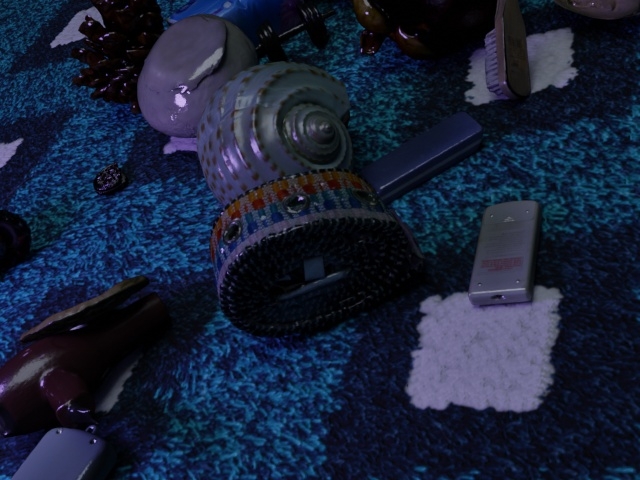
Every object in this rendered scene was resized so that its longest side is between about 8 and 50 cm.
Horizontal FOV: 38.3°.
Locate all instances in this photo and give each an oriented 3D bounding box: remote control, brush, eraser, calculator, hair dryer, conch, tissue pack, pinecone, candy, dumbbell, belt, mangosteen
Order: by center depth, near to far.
[{"bbox_3d":[-0.383,0.356,1.278,0.141,0.045,0.246,4,47,35],"label":"calculator"},{"bbox_3d":[0.263,0.014,1.300,0.088,0.029,0.190,-7,41,25],"label":"remote control"},{"bbox_3d":[-0.322,0.191,1.322,0.313,0.123,0.340,-33,16,-20],"label":"hair dryer"},{"bbox_3d":[-0.017,0.006,1.337,0.295,0.206,0.160,-24,39,2],"label":"belt"},{"bbox_3d":[0.164,-0.135,1.534,0.225,0.036,0.082,-31,36,-4],"label":"eraser"},{"bbox_3d":[-0.100,-0.165,1.546,0.319,0.215,0.302,-13,71,30],"label":"conch"},{"bbox_3d":[0.316,-0.397,1.615,0.065,0.070,0.327,-15,70,49],"label":"brush"},{"bbox_3d":[0.193,-0.498,1.763,0.347,0.307,0.307,-44,31,23],"label":"mangosteen"},{"bbox_3d":[-0.248,-0.326,1.887,0.296,0.185,0.295,-20,50,26],"label":"candy"},{"bbox_3d":[-0.062,-0.453,2.002,0.209,0.099,0.099,-26,37,1],"label":"dumbbell"},{"bbox_3d":[-0.449,-0.443,2.093,0.244,0.244,0.309,-11,82,21],"label":"pinecone"},{"bbox_3d":[-0.191,-0.511,2.112,0.263,0.146,0.198,-38,37,-14],"label":"tissue pack"}]

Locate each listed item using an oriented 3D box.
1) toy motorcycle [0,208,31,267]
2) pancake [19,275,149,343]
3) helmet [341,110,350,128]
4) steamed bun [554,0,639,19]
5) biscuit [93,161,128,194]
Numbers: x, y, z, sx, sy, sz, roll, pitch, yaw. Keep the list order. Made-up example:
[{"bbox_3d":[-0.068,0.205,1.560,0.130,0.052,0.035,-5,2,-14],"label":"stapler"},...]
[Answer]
[{"bbox_3d":[-0.775,0.018,1.771,0.416,0.232,0.172,-24,40,5],"label":"toy motorcycle"},{"bbox_3d":[-0.378,0.115,1.473,0.235,0.029,0.212,-28,-2,31],"label":"pancake"},{"bbox_3d":[0.003,-0.190,1.672,0.123,0.070,0.098,-33,43,-18],"label":"helmet"},{"bbox_3d":[0.528,-0.488,1.632,0.273,0.166,0.232,19,69,51],"label":"steamed bun"},{"bbox_3d":[-0.431,-0.128,1.903,0.087,0.027,0.089,-3,43,30],"label":"biscuit"}]
